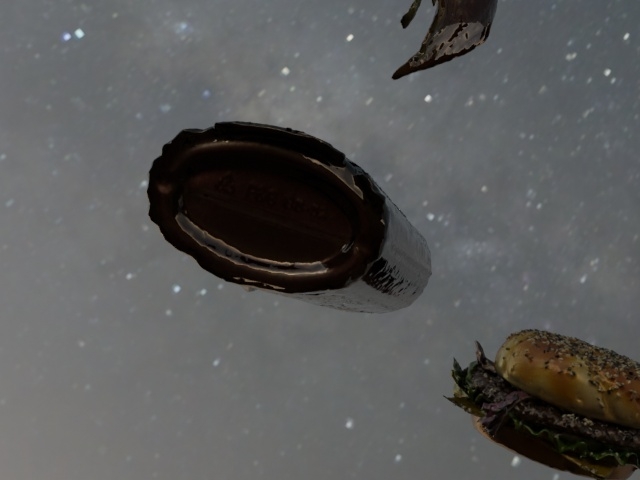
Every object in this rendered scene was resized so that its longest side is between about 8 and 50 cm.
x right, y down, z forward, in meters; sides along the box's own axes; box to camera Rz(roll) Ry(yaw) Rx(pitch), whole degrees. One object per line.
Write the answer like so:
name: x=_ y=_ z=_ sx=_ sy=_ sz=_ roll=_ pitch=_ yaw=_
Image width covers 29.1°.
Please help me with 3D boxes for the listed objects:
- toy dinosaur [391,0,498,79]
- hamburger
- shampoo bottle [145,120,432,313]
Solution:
toy dinosaur: x=0.062 y=-0.240 z=0.955 sx=0.113 sy=0.327 sz=0.206 roll=4 pitch=-87 yaw=22
hamburger: x=0.189 y=0.122 z=0.956 sx=0.190 sy=0.164 sz=0.093 roll=17 pitch=-87 yaw=20
shampoo bottle: x=0.000 y=0.000 z=0.749 sx=0.129 sy=0.084 sz=0.323 roll=15 pitch=-3 yaw=10
